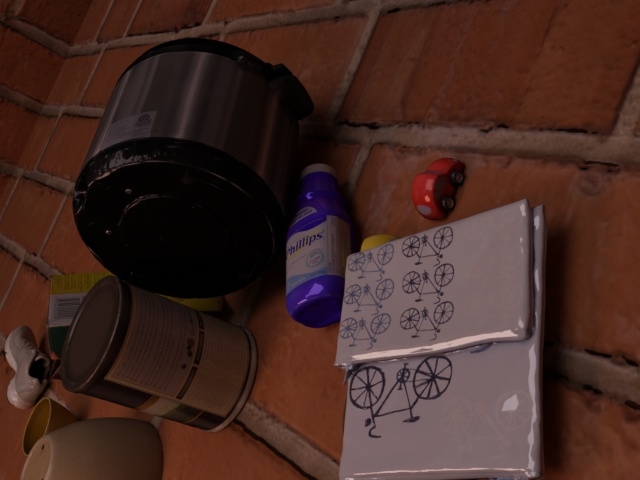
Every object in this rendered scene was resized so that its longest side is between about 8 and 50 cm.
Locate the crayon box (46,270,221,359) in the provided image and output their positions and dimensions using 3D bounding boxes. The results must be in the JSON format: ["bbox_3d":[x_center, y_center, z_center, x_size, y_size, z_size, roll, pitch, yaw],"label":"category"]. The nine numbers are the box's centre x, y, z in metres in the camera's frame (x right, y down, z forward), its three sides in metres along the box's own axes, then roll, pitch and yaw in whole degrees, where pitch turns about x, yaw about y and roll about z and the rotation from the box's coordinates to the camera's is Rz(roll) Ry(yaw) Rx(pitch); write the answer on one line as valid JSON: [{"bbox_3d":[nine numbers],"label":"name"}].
[{"bbox_3d":[-0.363,0.134,1.659,0.202,0.319,0.081,-119,28,-61],"label":"crayon box"}]

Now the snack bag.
[{"bbox_3d":[0.138,0.139,1.068,0.323,0.037,0.342,-17,57,43],"label":"snack bag"}]

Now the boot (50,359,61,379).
[{"bbox_3d":[-0.386,0.242,1.661,0.248,0.207,0.090,-39,40,33],"label":"boot"}]

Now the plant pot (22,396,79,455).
[{"bbox_3d":[-0.606,0.436,1.941,0.134,0.095,0.134,-33,44,39],"label":"plant pot"}]

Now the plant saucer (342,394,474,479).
[{"bbox_3d":[0.120,0.220,1.119,0.278,0.041,0.277,-32,45,39],"label":"plant saucer"}]

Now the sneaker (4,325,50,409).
[{"bbox_3d":[-0.769,0.320,2.270,0.121,0.099,0.262,-41,46,20],"label":"sneaker"}]

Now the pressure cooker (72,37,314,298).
[{"bbox_3d":[-0.219,-0.155,1.531,0.375,0.370,0.420,113,167,-45],"label":"pressure cooker"}]

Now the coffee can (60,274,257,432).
[{"bbox_3d":[-0.277,0.202,1.472,0.201,0.275,0.201,-34,43,39],"label":"coffee can"}]

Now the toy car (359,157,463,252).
[{"bbox_3d":[0.144,0.009,1.217,0.239,0.053,0.225,-52,34,19],"label":"toy car"}]

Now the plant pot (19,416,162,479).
[{"bbox_3d":[-0.462,0.463,1.632,0.284,0.191,0.284,-34,42,39],"label":"plant pot"}]

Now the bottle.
[{"bbox_3d":[0.000,0.000,1.389,0.118,0.092,0.282,-30,45,34],"label":"bottle"}]
